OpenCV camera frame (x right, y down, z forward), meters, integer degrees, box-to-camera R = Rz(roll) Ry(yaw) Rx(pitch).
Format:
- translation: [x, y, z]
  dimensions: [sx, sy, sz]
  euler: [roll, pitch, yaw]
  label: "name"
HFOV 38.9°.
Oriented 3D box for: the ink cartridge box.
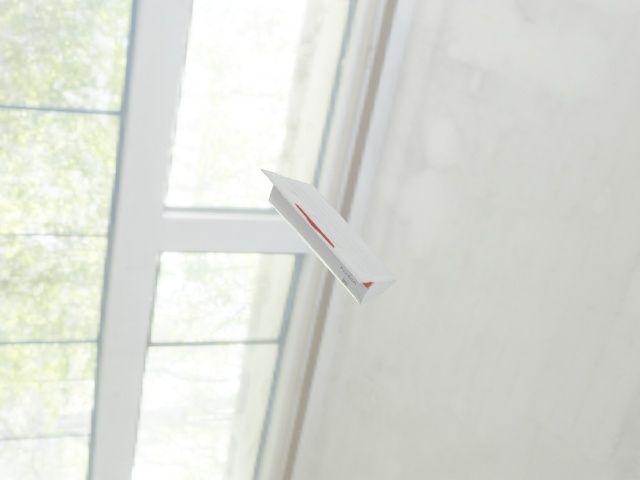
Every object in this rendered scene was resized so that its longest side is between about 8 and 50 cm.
- translation: [0.000, 0.000, 1.117]
  dimensions: [0.056, 0.225, 0.181]
  euler: [-44, -101, 12]
  label: "ink cartridge box"
